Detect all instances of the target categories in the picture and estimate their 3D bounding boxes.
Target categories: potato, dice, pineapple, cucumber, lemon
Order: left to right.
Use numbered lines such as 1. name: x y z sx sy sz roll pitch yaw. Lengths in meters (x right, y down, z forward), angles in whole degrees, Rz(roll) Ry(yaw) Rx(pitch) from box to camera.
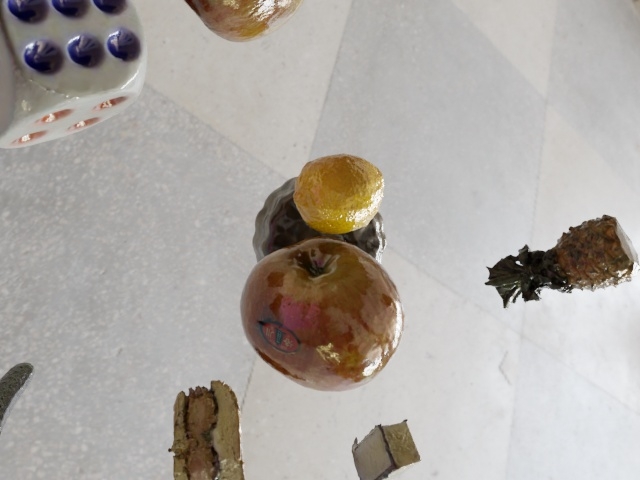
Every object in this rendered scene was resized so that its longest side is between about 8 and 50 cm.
1. cucumber: -0.553 0.274 1.235 0.058 0.215 0.052 0 111 -4
2. dice: -0.463 -0.314 1.197 0.259 0.251 0.243 -24 93 -45
3. lemon: 0.036 -0.083 1.232 0.187 0.142 0.142 -19 91 -32
4. potato: 0.099 0.332 1.087 0.061 0.122 0.086 -1 57 -25
5. pineapple: 0.414 0.049 1.219 0.128 0.248 0.128 36 41 -40

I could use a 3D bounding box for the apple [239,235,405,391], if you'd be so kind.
1. apple: 0.006 0.119 1.274 0.309 0.250 0.278 22 53 6

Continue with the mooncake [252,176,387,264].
1. mooncake: 0.000 0.000 1.514 0.290 0.161 0.291 -2 98 -13

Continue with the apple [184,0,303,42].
1. apple: -0.116 -0.400 1.020 0.211 0.187 0.211 52 12 -16

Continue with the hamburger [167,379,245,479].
1. hamburger: -0.237 0.452 1.486 0.155 0.245 0.282 -3 110 -6
